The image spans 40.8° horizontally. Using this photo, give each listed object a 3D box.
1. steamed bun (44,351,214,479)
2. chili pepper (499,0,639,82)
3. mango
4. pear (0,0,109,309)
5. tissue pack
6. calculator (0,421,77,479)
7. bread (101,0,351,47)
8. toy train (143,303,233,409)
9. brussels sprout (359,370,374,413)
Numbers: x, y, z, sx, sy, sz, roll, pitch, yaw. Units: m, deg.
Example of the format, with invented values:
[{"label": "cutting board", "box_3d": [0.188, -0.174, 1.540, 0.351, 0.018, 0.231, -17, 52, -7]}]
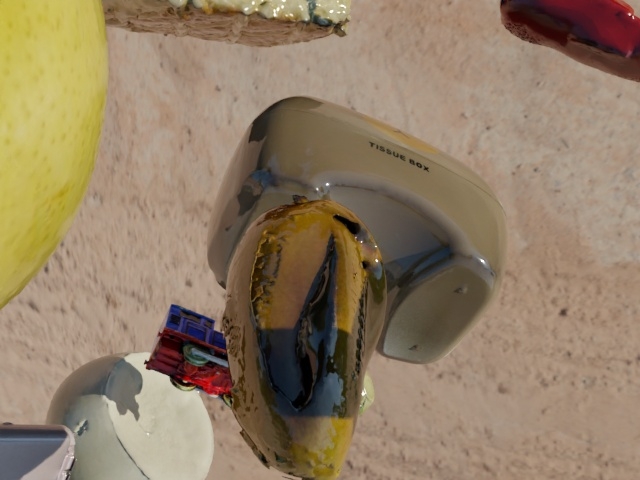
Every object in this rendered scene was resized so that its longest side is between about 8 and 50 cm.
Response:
[{"label": "steamed bun", "box_3d": [-0.354, 0.363, 1.549, 0.206, 0.324, 0.324, -30, 83, 22]}, {"label": "chili pepper", "box_3d": [0.350, -0.283, 1.130, 0.388, 0.110, 0.110, 32, 71, 17]}, {"label": "mango", "box_3d": [-0.012, 0.082, 0.741, 0.156, 0.151, 0.248, 15, 57, -30]}, {"label": "pear", "box_3d": [-0.263, -0.089, 0.371, 0.348, 0.348, 0.348, 3, 76, -12]}, {"label": "tissue pack", "box_3d": [0.051, -0.027, 1.189, 0.387, 0.267, 0.277, 22, 35, -10]}, {"label": "calculator", "box_3d": [-0.321, 0.229, 0.854, 0.175, 0.032, 0.100, 17, 97, -50]}, {"label": "bread", "box_3d": [-0.172, -0.464, 1.379, 0.371, 0.390, 0.279, -2, 102, -30]}, {"label": "toy train", "box_3d": [-0.170, 0.191, 1.371, 0.204, 0.131, 0.082, 24, 112, -12]}, {"label": "brussels sprout", "box_3d": [0.047, 0.330, 1.894, 0.155, 0.117, 0.155, 2, 94, 27]}]
